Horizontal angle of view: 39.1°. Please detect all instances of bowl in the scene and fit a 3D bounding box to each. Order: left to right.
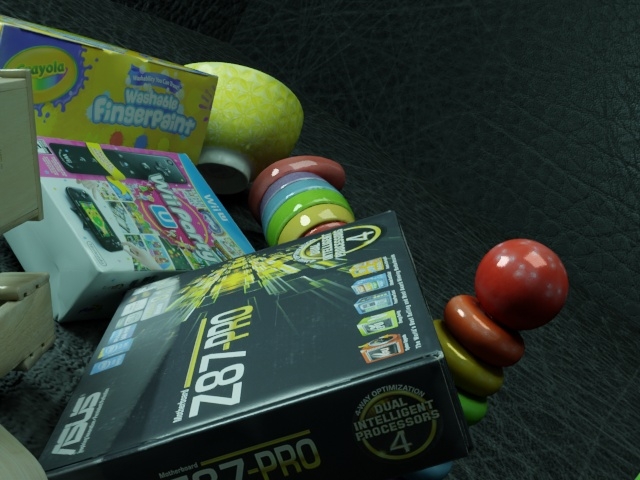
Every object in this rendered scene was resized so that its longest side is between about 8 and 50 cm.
[{"bbox_3d":[-0.181,-0.180,1.665,0.289,0.289,0.156,20,60,-26],"label":"bowl"}]

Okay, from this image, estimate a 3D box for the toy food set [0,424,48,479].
[{"bbox_3d":[-0.349,0.141,0.589,0.306,0.092,0.219,28,13,32],"label":"toy food set"}]

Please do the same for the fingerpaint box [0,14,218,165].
[{"bbox_3d":[-0.438,-0.241,1.345,0.371,0.163,0.444,20,10,27],"label":"fingerpaint box"}]

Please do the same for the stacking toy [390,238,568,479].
[{"bbox_3d":[0.122,0.136,0.906,0.141,0.330,0.141,32,15,-10],"label":"stacking toy"}]

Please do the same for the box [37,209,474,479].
[{"bbox_3d":[-0.052,0.105,0.826,0.395,0.318,0.097,-90,160,-72],"label":"box"}]

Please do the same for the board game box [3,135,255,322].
[{"bbox_3d":[-0.241,-0.015,1.132,0.224,0.097,0.303,53,24,21],"label":"board game box"}]

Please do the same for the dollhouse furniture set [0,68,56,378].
[{"bbox_3d":[-0.410,-0.017,0.741,0.303,0.287,0.198,0,14,6],"label":"dollhouse furniture set"}]

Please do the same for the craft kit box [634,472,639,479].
[{"bbox_3d":[0.567,0.447,1.224,0.246,0.061,0.250,28,15,-10],"label":"craft kit box"}]

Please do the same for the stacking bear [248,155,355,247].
[{"bbox_3d":[0.000,0.000,1.491,0.164,0.175,0.289,19,26,-38],"label":"stacking bear"}]
